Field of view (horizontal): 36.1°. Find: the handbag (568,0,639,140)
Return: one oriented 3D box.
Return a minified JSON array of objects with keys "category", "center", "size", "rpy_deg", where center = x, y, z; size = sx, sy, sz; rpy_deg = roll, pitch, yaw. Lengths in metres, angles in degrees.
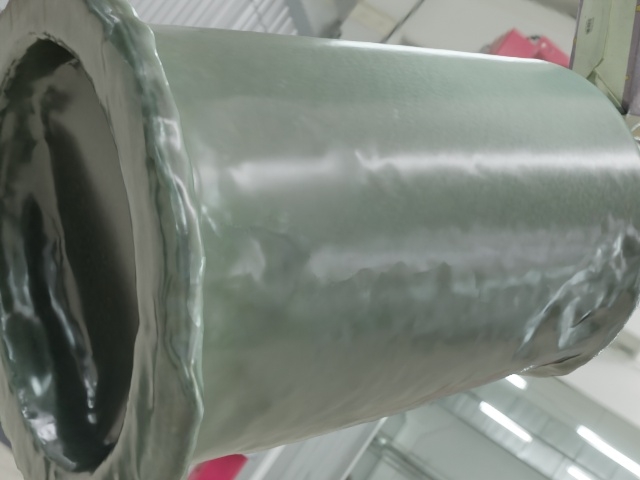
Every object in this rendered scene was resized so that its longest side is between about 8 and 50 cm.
[{"category":"handbag","center":[0.233,-0.112,0.611],"size":[0.173,0.117,0.095],"rpy_deg":[10,1,-28]}]

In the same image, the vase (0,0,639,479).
[{"category":"vase","center":[0.000,0.000,0.486],"size":[0.291,0.245,0.245],"rpy_deg":[-4,17,-36]}]
